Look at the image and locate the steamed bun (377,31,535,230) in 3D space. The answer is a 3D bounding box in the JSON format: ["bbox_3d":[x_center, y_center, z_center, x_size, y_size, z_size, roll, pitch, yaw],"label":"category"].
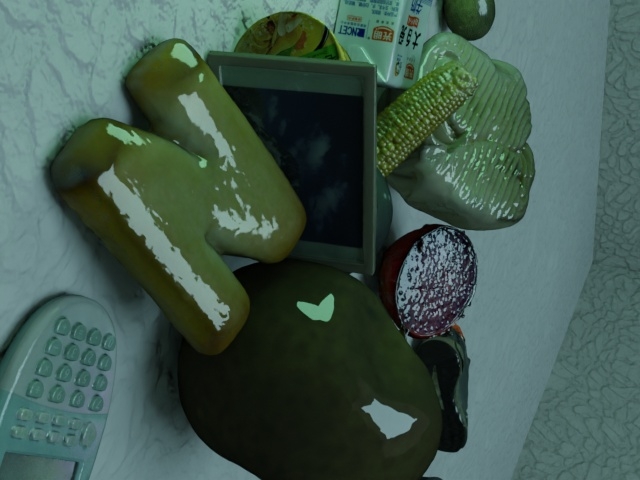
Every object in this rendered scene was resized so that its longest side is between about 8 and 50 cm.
[{"bbox_3d":[0.210,-0.170,1.660,0.324,0.219,0.310,10,78,-42],"label":"steamed bun"}]

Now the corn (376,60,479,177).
[{"bbox_3d":[0.115,-0.164,1.463,0.288,0.086,0.086,-41,158,10],"label":"corn"}]

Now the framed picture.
[{"bbox_3d":[-0.030,-0.090,1.166,0.019,0.208,0.281,-60,152,-55],"label":"framed picture"}]

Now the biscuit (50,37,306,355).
[{"bbox_3d":[-0.135,-0.046,1.034,0.291,0.062,0.237,57,49,-30],"label":"biscuit"}]

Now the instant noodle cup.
[{"bbox_3d":[-0.026,-0.205,1.209,0.122,0.151,0.152,-21,122,-75],"label":"instant noodle cup"}]

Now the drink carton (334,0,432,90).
[{"bbox_3d":[0.107,-0.386,1.432,0.130,0.106,0.315,-4,107,-64],"label":"drink carton"}]

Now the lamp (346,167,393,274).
[{"bbox_3d":[0.009,-0.017,1.369,0.314,0.181,0.182,88,23,-69],"label":"lamp"}]

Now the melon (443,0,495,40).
[{"bbox_3d":[0.278,-0.435,1.793,0.098,0.098,0.131,-57,146,-37],"label":"melon"}]

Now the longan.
[{"bbox_3d":[-0.014,0.184,1.187,0.288,0.350,0.288,-47,177,-3],"label":"longan"}]

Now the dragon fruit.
[{"bbox_3d":[0.174,0.068,1.804,0.218,0.148,0.224,-15,111,-36],"label":"dragon fruit"}]

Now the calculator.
[{"bbox_3d":[-0.283,0.198,0.969,0.184,0.042,0.295,41,63,-64],"label":"calculator"}]

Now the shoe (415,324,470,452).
[{"bbox_3d":[0.285,0.324,2.205,0.171,0.132,0.337,-60,150,-53],"label":"shoe"}]

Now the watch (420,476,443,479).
[{"bbox_3d":[0.147,0.622,1.908,0.335,0.314,0.327,35,57,-53],"label":"watch"}]
